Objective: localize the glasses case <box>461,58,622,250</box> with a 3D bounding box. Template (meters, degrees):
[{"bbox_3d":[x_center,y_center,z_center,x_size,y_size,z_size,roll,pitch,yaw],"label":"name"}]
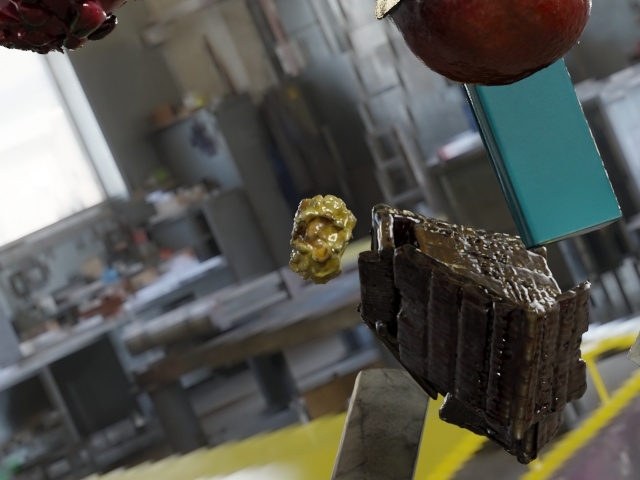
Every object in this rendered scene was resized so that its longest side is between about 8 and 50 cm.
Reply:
[{"bbox_3d":[0.226,-0.144,1.907,0.117,0.301,0.070,-17,-6,-17],"label":"glasses case"}]

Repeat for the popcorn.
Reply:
[{"bbox_3d":[0.000,0.000,1.582,0.057,0.082,0.083,14,23,-4],"label":"popcorn"}]

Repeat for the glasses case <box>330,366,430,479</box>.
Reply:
[{"bbox_3d":[0.081,0.295,2.371,0.114,0.060,0.299,7,38,7],"label":"glasses case"}]

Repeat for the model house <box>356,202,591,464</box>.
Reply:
[{"bbox_3d":[0.192,0.148,2.118,0.297,0.317,0.282,-1,28,-12],"label":"model house"}]

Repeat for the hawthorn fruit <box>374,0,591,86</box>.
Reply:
[{"bbox_3d":[0.169,-0.232,1.640,0.189,0.251,0.189,-25,48,32],"label":"hawthorn fruit"}]

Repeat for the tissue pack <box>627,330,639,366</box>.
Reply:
[{"bbox_3d":[0.480,0.151,2.362,0.059,0.074,0.094,30,11,40],"label":"tissue pack"}]

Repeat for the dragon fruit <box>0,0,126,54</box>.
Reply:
[{"bbox_3d":[-0.277,-0.321,1.965,0.273,0.198,0.218,-8,3,36],"label":"dragon fruit"}]
